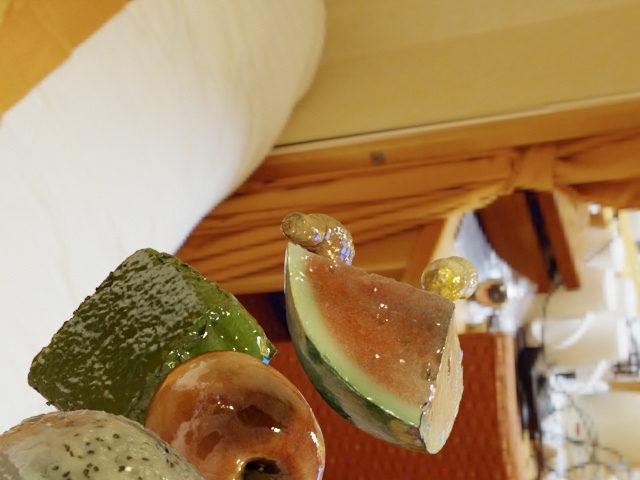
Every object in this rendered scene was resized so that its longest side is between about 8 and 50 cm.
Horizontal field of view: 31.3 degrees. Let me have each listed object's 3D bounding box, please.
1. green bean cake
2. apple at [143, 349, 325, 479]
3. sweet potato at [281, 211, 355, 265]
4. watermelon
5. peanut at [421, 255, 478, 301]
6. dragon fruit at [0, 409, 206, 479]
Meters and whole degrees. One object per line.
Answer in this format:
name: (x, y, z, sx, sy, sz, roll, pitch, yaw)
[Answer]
green bean cake: (-0.274, 0.206, 1.872, 0.319, 0.335, 0.218, -47, 129, -14)
apple: (-0.119, 0.270, 1.549, 0.253, 0.253, 0.254, 21, 67, -61)
sweet potato: (0.000, 0.000, 2.111, 0.385, 0.109, 0.109, 61, 30, -72)
watermelon: (0.060, 0.124, 1.277, 0.256, 0.260, 0.176, -85, -167, -86)
peanut: (0.243, 0.072, 2.125, 0.206, 0.087, 0.087, 4, 81, -72)
dragon fruit: (-0.233, 0.261, 1.000, 0.283, 0.221, 0.204, -42, 93, -23)
